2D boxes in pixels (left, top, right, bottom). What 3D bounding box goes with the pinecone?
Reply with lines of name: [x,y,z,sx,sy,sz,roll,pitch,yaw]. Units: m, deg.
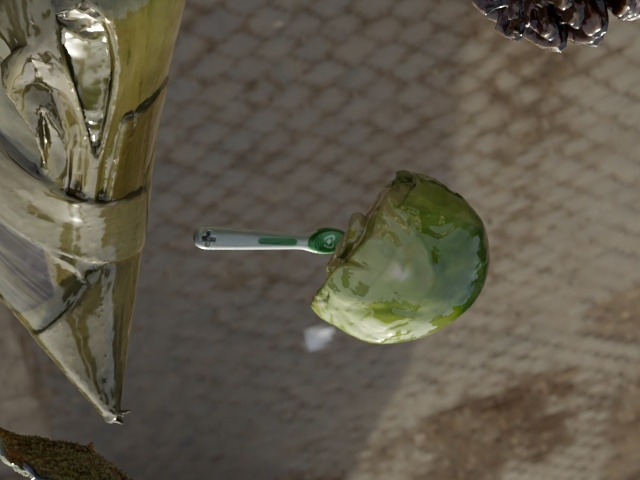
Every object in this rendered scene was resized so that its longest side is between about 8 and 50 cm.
pinecone: [0.244,-0.295,1.797,0.221,0.221,0.221,-14,154,-7]

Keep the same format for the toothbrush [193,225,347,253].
toothbrush: [-0.001,0.000,1.848,0.304,0.030,0.030,1,148,-30]

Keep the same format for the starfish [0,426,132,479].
starfish: [-0.195,0.195,1.420,0.208,0.176,0.053,39,91,-16]

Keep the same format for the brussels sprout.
brussels sprout: [0.075,0.022,1.434,0.149,0.122,0.151,-59,175,5]

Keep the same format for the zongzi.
zongzi: [-0.156,-0.081,1.352,0.218,0.467,0.500,-31,-172,-27]
